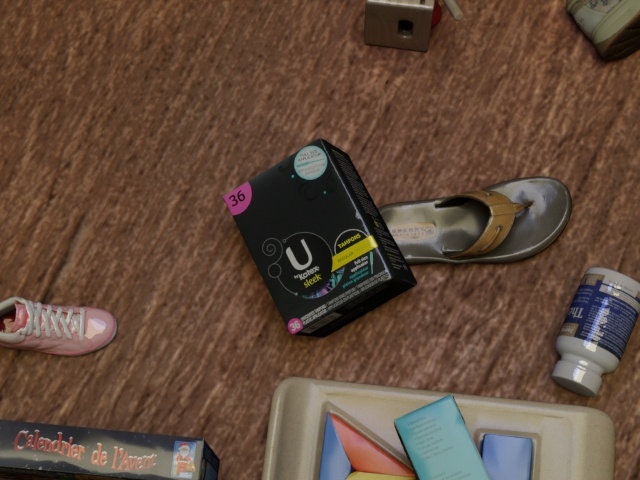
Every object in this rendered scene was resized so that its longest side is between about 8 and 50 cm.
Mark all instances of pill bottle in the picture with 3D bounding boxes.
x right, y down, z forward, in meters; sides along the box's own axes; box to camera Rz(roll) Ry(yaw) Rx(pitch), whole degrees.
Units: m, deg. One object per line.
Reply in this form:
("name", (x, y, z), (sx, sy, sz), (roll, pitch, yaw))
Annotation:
("pill bottle", (0.277, 0.093, 1.354), (0.067, 0.067, 0.120), (24, 76, 7))

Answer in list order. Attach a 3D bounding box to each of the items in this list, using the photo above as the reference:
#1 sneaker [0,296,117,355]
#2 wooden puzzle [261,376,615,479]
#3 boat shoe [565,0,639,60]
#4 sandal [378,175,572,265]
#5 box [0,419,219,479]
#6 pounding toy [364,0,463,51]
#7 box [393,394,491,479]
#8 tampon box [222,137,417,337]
("sneaker", (-0.277, 0.087, 1.366), (0.134, 0.070, 0.051), (-1, 73, 0))
("wooden puzzle", (0.108, 0.302, 1.294), (0.347, 0.080, 0.322), (6, 75, 3))
("boat shoe", (0.380, -0.314, 1.404), (0.285, 0.104, 0.089), (-42, 65, 18))
("sandal", (0.154, -0.022, 1.392), (0.219, 0.060, 0.090), (-4, 75, 0))
("box", (-0.220, 0.210, 1.285), (0.233, 0.159, 0.044), (5, 75, 3))
("pounding toy", (0.102, -0.270, 1.418), (0.100, 0.141, 0.130), (7, 75, 3))
("box", (0.143, 0.267, 1.212), (0.060, 0.100, 0.244), (-24, 73, -1))
("tampon box", (0.000, 0.000, 1.352), (0.120, 0.101, 0.161), (-31, 76, 12))
